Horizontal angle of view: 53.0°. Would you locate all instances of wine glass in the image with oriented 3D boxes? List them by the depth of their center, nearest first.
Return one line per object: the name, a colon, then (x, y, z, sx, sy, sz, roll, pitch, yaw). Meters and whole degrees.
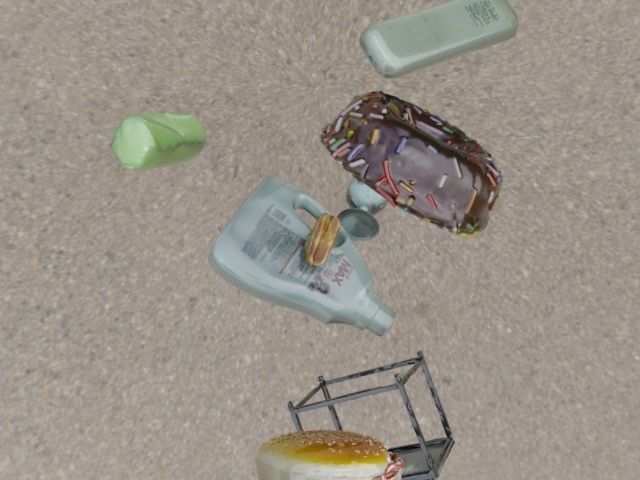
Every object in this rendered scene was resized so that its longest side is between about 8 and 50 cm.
wine glass: (0.113, -0.114, 1.522, 0.103, 0.231, 0.103, 10, 137, 10)

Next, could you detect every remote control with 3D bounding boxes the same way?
remote control: (0.191, -0.318, 0.975, 0.309, 0.038, 0.090, -27, 83, -30)

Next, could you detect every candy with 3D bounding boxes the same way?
candy: (-0.424, -0.265, 1.710, 0.142, 0.343, 0.132, -25, 94, 17)

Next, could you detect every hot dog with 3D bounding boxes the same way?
hot dog: (0.000, 0.000, 1.306, 0.056, 0.041, 0.133, 27, 64, -8)

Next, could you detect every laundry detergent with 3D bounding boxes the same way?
laundry detergent: (-0.011, 0.056, 1.371, 0.398, 0.124, 0.264, 33, 63, 1)

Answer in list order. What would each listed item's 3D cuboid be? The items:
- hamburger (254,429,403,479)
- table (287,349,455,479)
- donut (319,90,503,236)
hamburger: (0.007, 0.405, 1.129, 0.227, 0.295, 0.151, 16, 77, -24)
table: (0.136, 0.485, 1.710, 0.335, 0.222, 0.272, -20, 90, 25)
donut: (0.117, -0.101, 0.771, 0.235, 0.235, 0.089, 28, 114, -7)
